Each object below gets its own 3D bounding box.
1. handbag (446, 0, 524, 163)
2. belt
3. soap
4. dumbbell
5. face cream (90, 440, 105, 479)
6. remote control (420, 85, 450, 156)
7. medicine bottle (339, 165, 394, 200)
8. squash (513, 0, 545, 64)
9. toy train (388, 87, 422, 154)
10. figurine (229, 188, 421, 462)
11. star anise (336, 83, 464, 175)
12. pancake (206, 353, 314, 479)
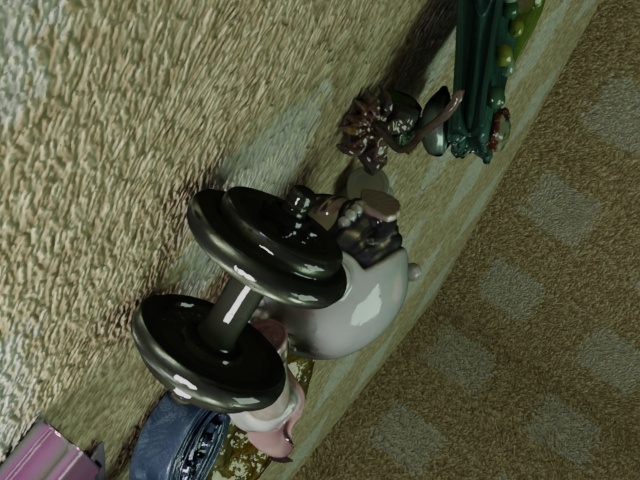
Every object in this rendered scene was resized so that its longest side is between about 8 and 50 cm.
[{"bbox_3d":[0.254,-0.266,1.484,0.269,0.100,0.274,40,56,-77],"label":"handbag"},{"bbox_3d":[-0.195,0.289,1.411,0.190,0.082,0.141,-63,157,-17],"label":"belt"},{"bbox_3d":[-0.326,0.293,1.027,0.203,0.065,0.122,-52,168,-19],"label":"soap"},{"bbox_3d":[-0.088,0.063,1.051,0.290,0.192,0.192,-58,168,19],"label":"dumbbell"},{"bbox_3d":[-0.340,0.393,1.221,0.154,0.096,0.274,102,12,-57],"label":"face cream"},{"bbox_3d":[0.188,-0.193,1.565,0.256,0.045,0.097,-53,145,-71],"label":"remote control"},{"bbox_3d":[0.075,-0.041,1.641,0.095,0.095,0.260,-52,166,-19],"label":"medicine bottle"},{"bbox_3d":[0.384,-0.418,1.918,0.069,0.069,0.239,-47,165,-37],"label":"squash"},{"bbox_3d":[0.128,-0.186,1.546,0.081,0.060,0.202,-63,170,5],"label":"toy train"},{"bbox_3d":[-0.027,0.097,1.341,0.253,0.211,0.361,1,-134,49],"label":"figurine"},{"bbox_3d":[0.129,-0.148,1.316,0.148,0.227,0.219,-26,131,-22],"label":"star anise"},{"bbox_3d":[-0.120,0.314,1.665,0.387,0.082,0.387,-50,156,-32],"label":"pancake"}]
